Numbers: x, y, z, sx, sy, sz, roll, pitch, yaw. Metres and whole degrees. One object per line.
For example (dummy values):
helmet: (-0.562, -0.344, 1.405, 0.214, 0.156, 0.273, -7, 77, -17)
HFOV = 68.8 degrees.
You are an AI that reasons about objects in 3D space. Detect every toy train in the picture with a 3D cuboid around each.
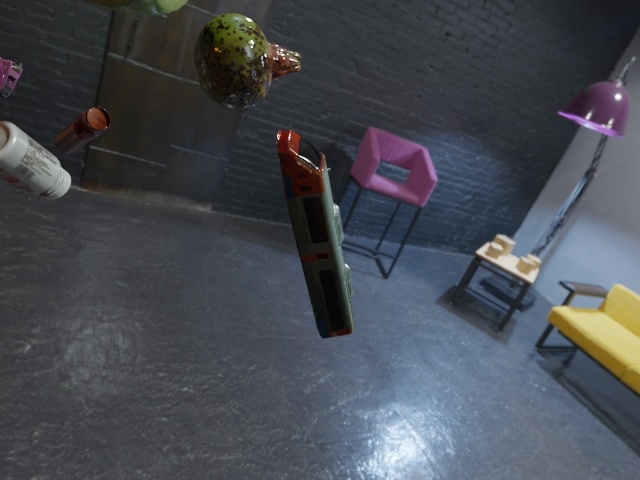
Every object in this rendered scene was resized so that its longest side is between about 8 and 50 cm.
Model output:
toy train: (0.000, 0.000, 0.837, 0.089, 0.409, 0.086, -8, 33, 5)

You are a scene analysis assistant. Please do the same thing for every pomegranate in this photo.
pomegranate: (-0.165, -0.410, 1.091, 0.248, 0.214, 0.214, -8, 31, -16)

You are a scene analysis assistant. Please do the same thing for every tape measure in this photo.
tape measure: (-0.901, -0.454, 1.280, 0.118, 0.125, 0.074, 17, -6, -1)

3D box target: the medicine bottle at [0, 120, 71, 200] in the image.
medicine bottle: (-0.480, -0.123, 0.762, 0.079, 0.079, 0.140, 31, -14, 20)

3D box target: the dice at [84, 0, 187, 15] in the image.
dice: (-0.379, -0.599, 0.895, 0.250, 0.252, 0.254, 18, 37, -1)

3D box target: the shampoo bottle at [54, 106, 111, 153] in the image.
shampoo bottle: (-0.633, -0.295, 1.250, 0.260, 0.102, 0.064, -3, -46, 48)
